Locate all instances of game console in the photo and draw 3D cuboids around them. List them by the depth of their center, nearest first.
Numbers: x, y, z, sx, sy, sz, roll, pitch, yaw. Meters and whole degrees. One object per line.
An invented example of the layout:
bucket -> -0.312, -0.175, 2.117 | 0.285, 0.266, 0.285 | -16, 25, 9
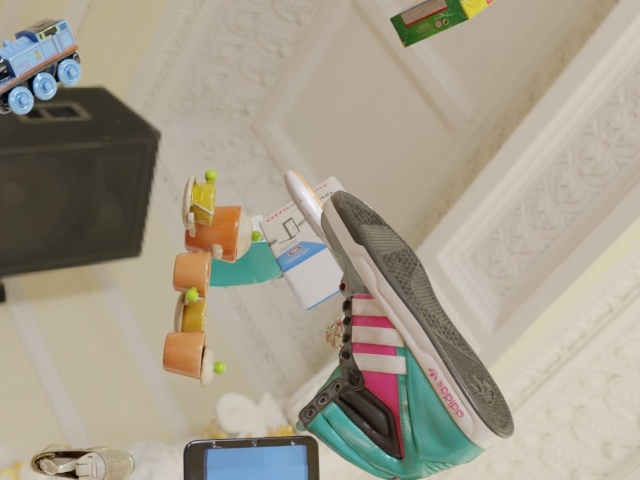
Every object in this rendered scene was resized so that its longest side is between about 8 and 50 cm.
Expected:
game console -> -0.098, 0.507, 1.842 | 0.250, 0.293, 0.173 | 40, -58, 56

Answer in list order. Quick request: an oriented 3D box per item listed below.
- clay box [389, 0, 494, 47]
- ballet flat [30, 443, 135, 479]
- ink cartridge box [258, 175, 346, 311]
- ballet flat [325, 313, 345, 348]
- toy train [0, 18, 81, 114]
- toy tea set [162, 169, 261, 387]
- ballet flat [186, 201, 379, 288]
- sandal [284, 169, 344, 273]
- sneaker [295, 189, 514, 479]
clay box -> 0.212, -0.357, 1.395 | 0.127, 0.222, 0.053 | -14, -68, 49
ballet flat -> -0.333, 0.315, 1.359 | 0.168, 0.052, 0.057 | -5, -88, 31
ink cartridge box -> 0.000, 0.000, 1.496 | 0.086, 0.148, 0.203 | 58, -1, -26
ballet flat -> 0.112, 0.155, 1.857 | 0.241, 0.077, 0.091 | -9, -119, 21
toy train -> -0.453, -0.267, 1.515 | 0.080, 0.184, 0.105 | 8, -52, 42
toy tea set -> -0.165, 0.067, 1.557 | 0.200, 0.124, 0.336 | 107, -11, -77
ballet flat -> -0.073, 0.000, 1.978 | 0.147, 0.409, 0.147 | 171, -90, -84
sandal -> 0.058, 0.017, 1.109 | 0.265, 0.076, 0.102 | 55, -2, -12
sneaker -> 0.040, 0.109, 0.951 | 0.178, 0.124, 0.295 | -41, -121, 20
